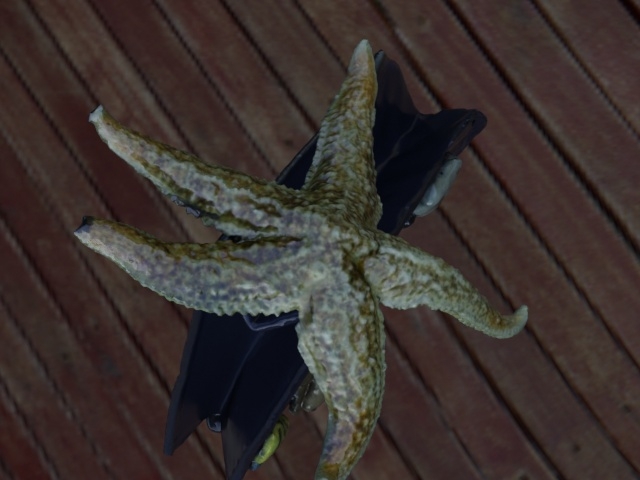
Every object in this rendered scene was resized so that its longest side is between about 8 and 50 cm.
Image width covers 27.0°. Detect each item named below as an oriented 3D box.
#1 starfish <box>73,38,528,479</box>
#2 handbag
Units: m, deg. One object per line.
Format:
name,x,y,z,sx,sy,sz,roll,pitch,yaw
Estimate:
starfish,0.001,-0.001,0.584,0.050,0.223,0.217,-40,38,48
handbag,-0.002,0.035,1.159,0.122,0.303,0.329,31,140,6
